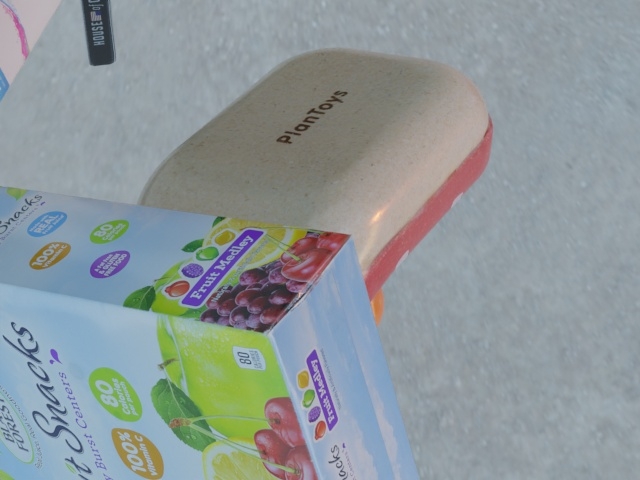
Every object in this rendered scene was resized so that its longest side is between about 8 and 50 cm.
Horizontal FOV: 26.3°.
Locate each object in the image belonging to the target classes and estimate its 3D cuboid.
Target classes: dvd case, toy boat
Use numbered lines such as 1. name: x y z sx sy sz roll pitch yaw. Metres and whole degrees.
1. dvd case: -0.206 -0.299 1.187 0.029 0.179 0.239 -8 68 -8
2. toy boat: 0.000 0.000 0.772 0.151 0.231 0.151 13 130 32

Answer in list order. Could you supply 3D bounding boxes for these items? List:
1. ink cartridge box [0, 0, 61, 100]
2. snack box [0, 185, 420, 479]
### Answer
1. ink cartridge box: -0.229 -0.134 0.871 0.088 0.122 0.052 -2 138 25
2. snack box: -0.068 0.071 0.602 0.207 0.070 0.175 8 130 34
